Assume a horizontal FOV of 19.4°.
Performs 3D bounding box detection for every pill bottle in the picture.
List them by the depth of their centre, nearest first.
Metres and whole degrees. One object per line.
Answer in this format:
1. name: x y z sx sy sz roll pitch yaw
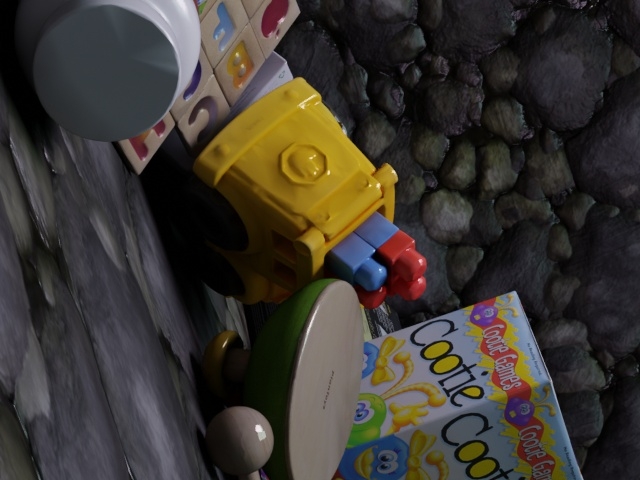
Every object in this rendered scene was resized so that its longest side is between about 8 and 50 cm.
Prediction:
1. pill bottle: -0.141 -0.147 1.240 0.216 0.121 0.121 -102 173 -63

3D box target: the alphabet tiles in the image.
1. alphabet tiles: -0.103 -0.222 1.486 0.011 0.285 0.342 23 -22 26

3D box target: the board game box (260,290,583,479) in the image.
1. board game box: 0.087 0.183 1.762 0.142 0.275 0.144 -105 175 -55

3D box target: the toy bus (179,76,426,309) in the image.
1. toy bus: 0.000 0.000 1.646 0.211 0.149 0.220 39 -25 20

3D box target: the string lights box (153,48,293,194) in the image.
1. string lights box: -0.074 -0.083 1.759 0.077 0.133 0.259 38 -10 21

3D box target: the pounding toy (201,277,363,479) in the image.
1. pounding toy: -0.052 0.132 1.525 0.237 0.110 0.183 -62 154 -44

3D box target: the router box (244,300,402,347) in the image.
1. router box: 0.013 0.111 2.104 0.243 0.081 0.309 48 15 -29
